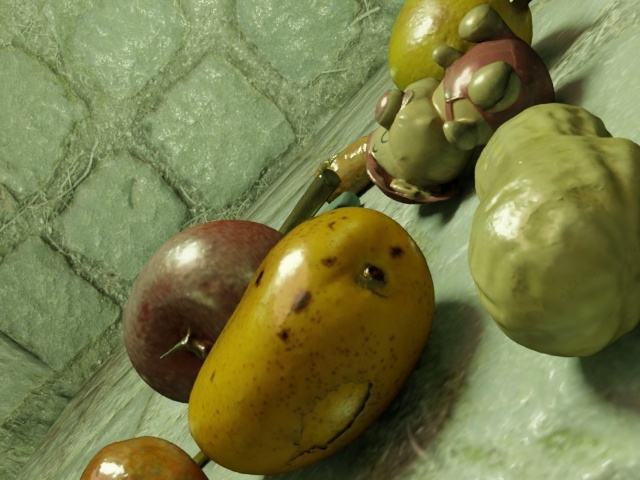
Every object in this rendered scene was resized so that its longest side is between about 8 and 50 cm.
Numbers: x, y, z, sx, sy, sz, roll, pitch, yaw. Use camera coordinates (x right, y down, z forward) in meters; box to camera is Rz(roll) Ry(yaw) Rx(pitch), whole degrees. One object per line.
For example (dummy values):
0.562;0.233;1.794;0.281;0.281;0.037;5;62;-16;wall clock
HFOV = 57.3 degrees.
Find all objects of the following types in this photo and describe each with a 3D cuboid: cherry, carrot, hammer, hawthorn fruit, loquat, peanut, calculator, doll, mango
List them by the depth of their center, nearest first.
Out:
0.166;-0.026;0.396;0.123;0.123;0.256;-40;10;33;peanut
-0.018;0.104;0.526;0.290;0.160;0.191;-48;20;19;mango
-0.165;0.284;0.570;0.189;0.149;0.149;33;79;37;hawthorn fruit
0.150;-0.143;0.720;0.256;0.152;0.196;-42;0;43;doll
-0.126;0.087;0.797;0.261;0.221;0.307;-45;-9;23;cherry
0.217;-0.295;0.856;0.246;0.213;0.213;-33;19;49;loquat
0.000;0.000;1.031;0.141;0.045;0.246;-40;14;32;calculator
-0.094;0.037;1.092;0.440;0.044;0.168;-51;9;35;hammer
0.104;-0.160;1.113;0.263;0.102;0.102;-31;20;38;carrot

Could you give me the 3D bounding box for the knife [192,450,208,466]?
-0.112;0.231;0.756;0.256;0.022;0.046;-46;6;10;knife
